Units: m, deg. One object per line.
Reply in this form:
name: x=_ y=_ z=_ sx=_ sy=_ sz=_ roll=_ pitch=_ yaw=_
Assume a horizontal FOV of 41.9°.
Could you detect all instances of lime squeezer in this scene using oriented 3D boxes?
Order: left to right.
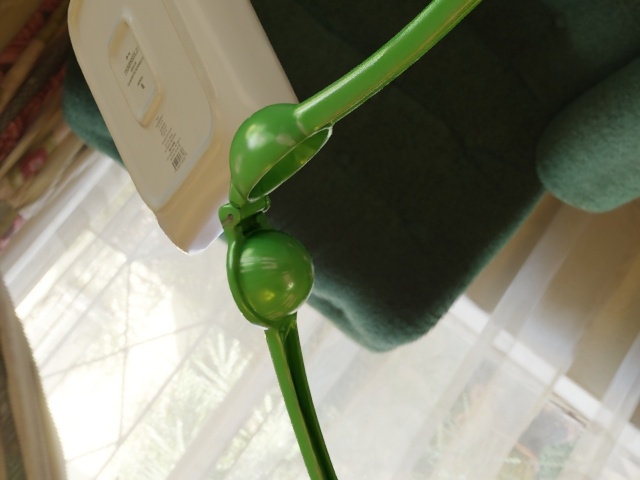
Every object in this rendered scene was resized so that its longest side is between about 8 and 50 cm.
lime squeezer: x=0.000 y=0.000 z=0.429 sx=0.110 sy=0.059 sz=0.310 roll=17 pitch=115 yaw=7

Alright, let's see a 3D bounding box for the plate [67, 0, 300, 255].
plate: x=-0.134 y=-0.141 z=0.680 sx=0.278 sy=0.045 sz=0.277 roll=64 pitch=148 yaw=6
